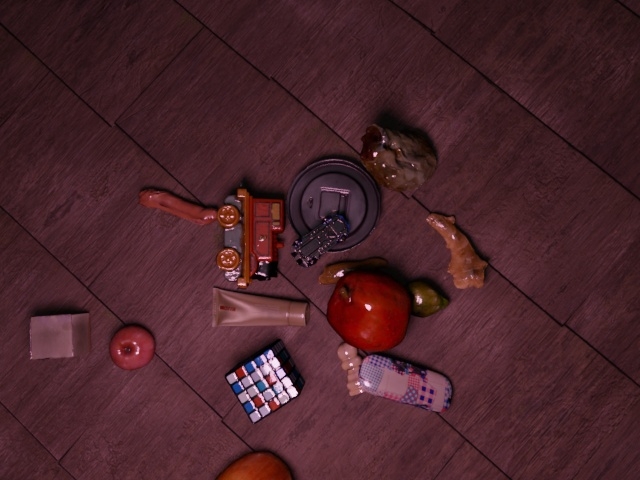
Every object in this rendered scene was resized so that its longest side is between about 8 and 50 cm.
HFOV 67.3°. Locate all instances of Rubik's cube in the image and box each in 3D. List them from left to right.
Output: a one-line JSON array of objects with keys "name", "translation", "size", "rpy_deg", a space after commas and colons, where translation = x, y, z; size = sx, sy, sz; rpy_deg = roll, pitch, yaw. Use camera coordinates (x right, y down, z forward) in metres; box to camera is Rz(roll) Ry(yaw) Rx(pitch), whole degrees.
[{"name": "Rubik's cube", "translation": [-0.177, 0.453, 1.566], "size": [0.184, 0.187, 0.182], "rpy_deg": [-31, 84, 2]}]

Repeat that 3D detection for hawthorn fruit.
[{"name": "hawthorn fruit", "translation": [0.145, 0.211, 1.501], "size": [0.265, 0.307, 0.265], "rpy_deg": [-13, 61, 25]}]

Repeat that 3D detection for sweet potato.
[{"name": "sweet potato", "translation": [0.110, 0.101, 1.634], "size": [0.243, 0.077, 0.077], "rpy_deg": [-13, 85, 3]}]

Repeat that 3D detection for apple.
[{"name": "apple", "translation": [-0.641, 0.365, 1.634], "size": [0.153, 0.120, 0.154], "rpy_deg": [0, 85, 3]}, {"name": "apple", "translation": [-0.216, 0.833, 1.496], "size": [0.301, 0.301, 0.302], "rpy_deg": [0, 85, 3]}]

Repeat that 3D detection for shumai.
[{"name": "shumai", "translation": [0.263, -0.283, 1.595], "size": [0.271, 0.203, 0.222], "rpy_deg": [1, 86, 0]}]

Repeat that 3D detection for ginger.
[{"name": "ginger", "translation": [0.454, 0.034, 1.620], "size": [0.131, 0.086, 0.295], "rpy_deg": [-34, 76, 9]}]

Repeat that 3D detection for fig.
[{"name": "fig", "translation": [0.355, 0.192, 1.596], "size": [0.156, 0.123, 0.123], "rpy_deg": [-4, 85, -13]}]

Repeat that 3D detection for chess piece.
[{"name": "chess piece", "translation": [0.107, 0.424, 1.602], "size": [0.094, 0.094, 0.171], "rpy_deg": [-24, 81, 1]}]

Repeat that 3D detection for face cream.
[{"name": "face cream", "translation": [-0.211, 0.241, 1.645], "size": [0.340, 0.084, 0.138], "rpy_deg": [3, 95, 11]}]

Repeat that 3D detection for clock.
[{"name": "clock", "translation": [0.045, -0.117, 1.659], "size": [0.324, 0.067, 0.326], "rpy_deg": [0, 85, 4]}]

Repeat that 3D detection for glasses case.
[{"name": "glasses case", "translation": [0.277, 0.466, 1.559], "size": [0.327, 0.076, 0.125], "rpy_deg": [19, 60, -9]}]

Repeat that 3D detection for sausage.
[{"name": "sausage", "translation": [-0.498, -0.118, 1.691], "size": [0.304, 0.078, 0.078], "rpy_deg": [18, 87, 6]}]

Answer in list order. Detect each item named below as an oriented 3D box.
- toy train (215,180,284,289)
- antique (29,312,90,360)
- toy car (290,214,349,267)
[{"name": "toy train", "translation": [-0.233, -0.019, 1.627], "size": [0.231, 0.163, 0.370], "rpy_deg": [-1, 85, -5]}, {"name": "antique", "translation": [-0.882, 0.323, 1.638], "size": [0.151, 0.148, 0.147], "rpy_deg": [-4, 86, 2]}, {"name": "toy car", "translation": [0.000, 0.000, 1.587], "size": [0.216, 0.063, 0.103], "rpy_deg": [-37, 85, -6]}]
